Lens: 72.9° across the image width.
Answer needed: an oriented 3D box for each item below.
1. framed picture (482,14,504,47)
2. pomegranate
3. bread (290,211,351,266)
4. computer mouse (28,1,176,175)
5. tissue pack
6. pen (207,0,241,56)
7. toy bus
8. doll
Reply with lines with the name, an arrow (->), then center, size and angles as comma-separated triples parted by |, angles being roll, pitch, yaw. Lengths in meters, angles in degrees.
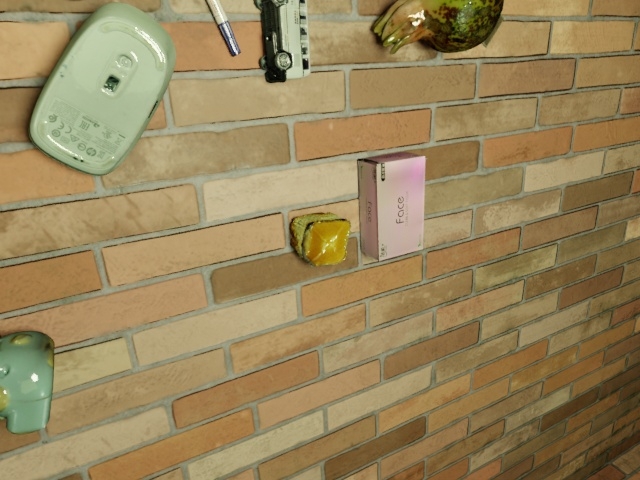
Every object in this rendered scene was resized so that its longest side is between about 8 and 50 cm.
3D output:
framed picture -> 0.431, -0.554, 1.112 | 0.066, 0.006, 0.089 | 30, 92, -33
pomegranate -> 0.257, -0.515, 0.946 | 0.222, 0.276, 0.204 | 62, 32, -26
bread -> 0.000, 0.000, 1.034 | 0.140, 0.069, 0.128 | -8, 111, -30
computer mouse -> -0.365, -0.255, 0.739 | 0.159, 0.097, 0.288 | 29, 103, -34
tissue pack -> 0.181, -0.089, 1.087 | 0.148, 0.092, 0.246 | -14, 112, -25
pen -> -0.200, -0.446, 0.803 | 0.025, 0.025, 0.204 | -32, 120, -15
toy bus -> -0.069, -0.413, 0.850 | 0.089, 0.087, 0.194 | -16, 113, -30
doll -> -0.602, 0.235, 0.731 | 0.260, 0.177, 0.162 | 6, 108, -32
